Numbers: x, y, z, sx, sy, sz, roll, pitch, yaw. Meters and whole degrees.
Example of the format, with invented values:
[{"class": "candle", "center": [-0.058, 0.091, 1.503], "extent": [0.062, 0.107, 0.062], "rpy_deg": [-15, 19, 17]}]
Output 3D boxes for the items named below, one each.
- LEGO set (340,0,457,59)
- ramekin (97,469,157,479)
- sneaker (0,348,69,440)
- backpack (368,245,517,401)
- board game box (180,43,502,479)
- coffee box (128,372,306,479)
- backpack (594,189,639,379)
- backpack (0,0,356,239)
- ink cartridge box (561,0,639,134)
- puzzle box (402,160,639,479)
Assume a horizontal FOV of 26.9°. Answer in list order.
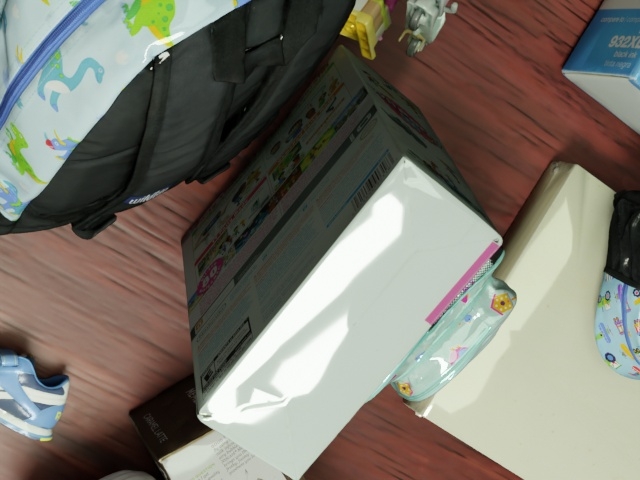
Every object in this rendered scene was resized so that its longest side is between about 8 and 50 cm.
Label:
[{"class": "LEGO set", "center": [-0.013, -0.257, 1.090], "extent": [0.287, 0.132, 0.107], "rpy_deg": [34, 69, 2]}, {"class": "ramekin", "center": [-0.146, 0.283, 1.078], "extent": [0.109, 0.207, 0.207], "rpy_deg": [-32, 108, -22]}, {"class": "sneaker", "center": [-0.268, 0.108, 1.085], "extent": [0.144, 0.053, 0.059], "rpy_deg": [33, 88, -29]}, {"class": "backpack", "center": [0.061, 0.056, 1.129], "extent": [0.188, 0.166, 0.144], "rpy_deg": [-39, 99, -7]}, {"class": "board game box", "center": [0.000, 0.000, 0.998], "extent": [0.097, 0.303, 0.224], "rpy_deg": [35, 104, -20]}, {"class": "coffee box", "center": [-0.055, 0.241, 1.131], "extent": [0.098, 0.141, 0.246], "rpy_deg": [-30, 107, -13]}, {"class": "backpack", "center": [0.329, 0.051, 1.194], "extent": [0.158, 0.117, 0.173], "rpy_deg": [7, 98, -19]}, {"class": "backpack", "center": [-0.116, -0.157, 0.923], "extent": [0.290, 0.355, 0.273], "rpy_deg": [-25, 98, -23]}, {"class": "ink cartridge box", "center": [0.405, -0.219, 1.224], "extent": [0.223, 0.129, 0.307], "rpy_deg": [33, 87, -20]}, {"class": "puzzle box", "center": [0.310, 0.144, 1.289], "extent": [0.409, 0.052, 0.272], "rpy_deg": [34, 86, -21]}]
